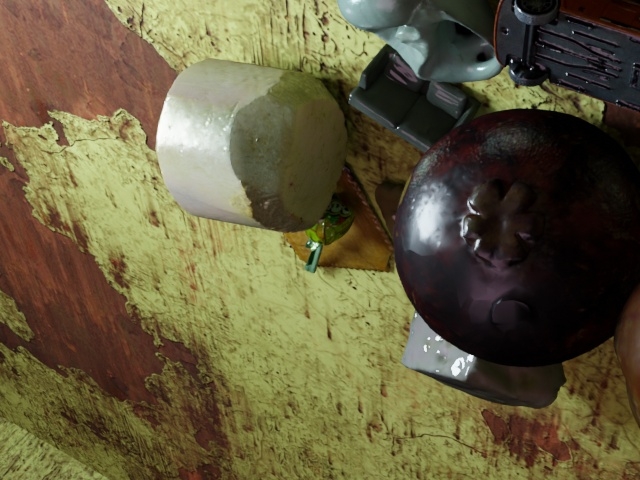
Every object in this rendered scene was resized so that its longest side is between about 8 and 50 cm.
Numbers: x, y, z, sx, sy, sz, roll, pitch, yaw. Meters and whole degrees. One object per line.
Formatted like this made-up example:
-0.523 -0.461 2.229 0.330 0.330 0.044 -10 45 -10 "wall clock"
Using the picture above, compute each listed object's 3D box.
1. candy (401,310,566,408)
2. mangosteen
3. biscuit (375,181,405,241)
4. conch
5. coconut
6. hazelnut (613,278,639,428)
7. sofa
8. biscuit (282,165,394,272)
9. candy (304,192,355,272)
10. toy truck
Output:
0.237 0.151 1.762 0.195 0.137 0.185 22 169 -31 "candy"
0.245 -0.001 1.482 0.306 0.306 0.359 28 -178 16 "mangosteen"
0.232 0.014 1.737 0.325 0.044 0.217 8 140 39 "biscuit"
0.122 -0.255 1.393 0.221 0.121 0.185 30 -174 -46 "conch"
-0.107 -0.133 1.709 0.244 0.239 0.239 13 142 29 "coconut"
0.404 0.126 1.295 0.217 0.217 0.252 6 112 42 "hazelnut"
0.118 -0.175 1.558 0.147 0.085 0.060 34 153 7 "sofa"
0.003 -0.038 1.934 0.232 0.013 0.237 4 137 43 "biscuit"
-0.003 0.000 1.926 0.073 0.077 0.262 36 158 7 "candy"
0.311 -0.204 1.289 0.252 0.114 0.107 23 147 20 "toy truck"
